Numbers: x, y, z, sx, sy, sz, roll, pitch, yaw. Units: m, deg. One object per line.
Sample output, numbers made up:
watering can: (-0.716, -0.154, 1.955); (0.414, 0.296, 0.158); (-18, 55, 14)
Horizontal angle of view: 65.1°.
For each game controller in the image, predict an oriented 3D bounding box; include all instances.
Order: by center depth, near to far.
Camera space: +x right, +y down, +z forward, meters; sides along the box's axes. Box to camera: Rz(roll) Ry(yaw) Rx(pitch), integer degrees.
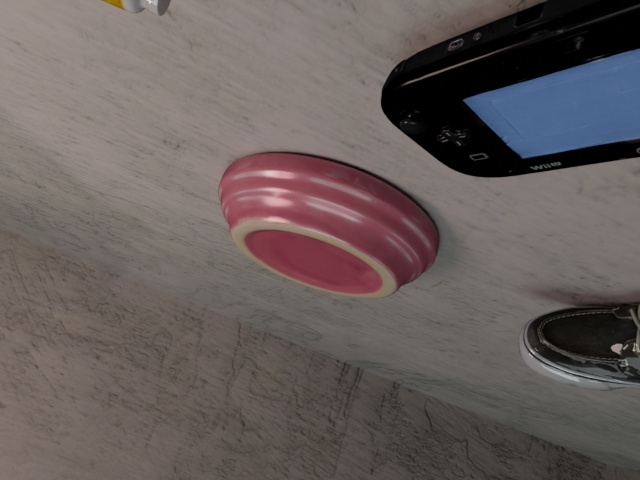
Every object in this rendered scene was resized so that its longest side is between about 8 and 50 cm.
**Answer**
game controller: (0.199, -0.102, 0.334); (0.319, 0.067, 0.166); (-4, 149, 47)

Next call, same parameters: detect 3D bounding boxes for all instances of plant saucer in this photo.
plant saucer: (0.000, 0.000, 0.733); (0.332, 0.084, 0.332); (17, 158, 7)

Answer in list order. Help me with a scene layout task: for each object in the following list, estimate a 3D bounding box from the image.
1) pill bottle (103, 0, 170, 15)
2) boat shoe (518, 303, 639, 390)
pill bottle: (-0.165, -0.213, 0.404); (0.083, 0.043, 0.043); (22, 159, -5)
boat shoe: (0.439, 0.126, 0.654); (0.335, 0.121, 0.119); (-1, 145, 20)
